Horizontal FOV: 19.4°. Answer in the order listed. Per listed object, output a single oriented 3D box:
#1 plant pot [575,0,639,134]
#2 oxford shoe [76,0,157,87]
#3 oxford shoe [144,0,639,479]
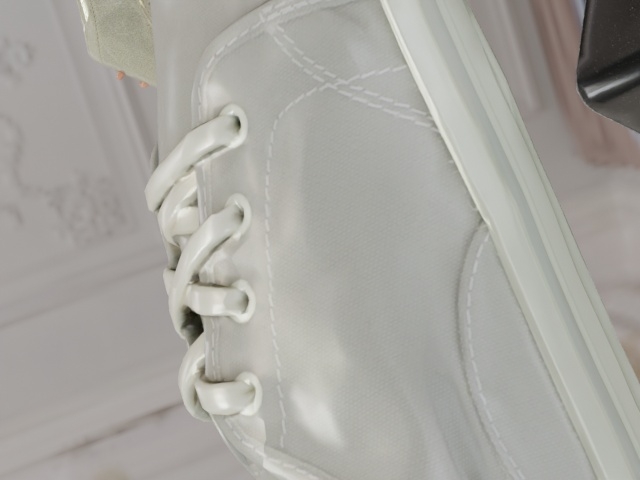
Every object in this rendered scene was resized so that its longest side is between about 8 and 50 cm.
[{"bbox_3d":[0.240,-0.130,0.775,0.187,0.188,0.167,23,154,-28],"label":"plant pot"},{"bbox_3d":[-0.066,-0.141,1.224,0.146,0.397,0.140,-32,-164,19],"label":"oxford shoe"},{"bbox_3d":[0.000,0.000,0.654,0.130,0.449,0.169,-22,170,-14],"label":"oxford shoe"}]
